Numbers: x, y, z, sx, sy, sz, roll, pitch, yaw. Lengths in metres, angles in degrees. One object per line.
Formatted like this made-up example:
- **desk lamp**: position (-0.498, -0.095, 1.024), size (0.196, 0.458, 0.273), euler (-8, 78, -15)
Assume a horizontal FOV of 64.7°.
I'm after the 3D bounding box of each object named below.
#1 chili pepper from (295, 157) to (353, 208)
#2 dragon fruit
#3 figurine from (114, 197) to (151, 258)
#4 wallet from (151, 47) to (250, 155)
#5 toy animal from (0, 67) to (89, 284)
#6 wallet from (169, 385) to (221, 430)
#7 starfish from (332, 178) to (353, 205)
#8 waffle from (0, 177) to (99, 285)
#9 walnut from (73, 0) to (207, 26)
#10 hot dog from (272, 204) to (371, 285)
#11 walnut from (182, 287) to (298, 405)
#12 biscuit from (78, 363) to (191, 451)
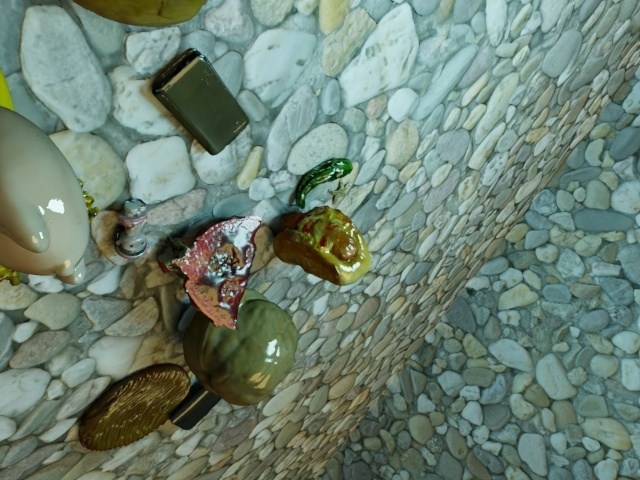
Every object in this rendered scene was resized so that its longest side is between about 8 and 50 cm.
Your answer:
- **chili pepper**: position (0.007, -0.155, 1.272), size (0.182, 0.050, 0.073), euler (-35, 157, -13)
- **dragon fruit**: position (-0.258, 0.046, 1.124), size (0.212, 0.134, 0.261), euler (20, 84, -42)
- **figurine**: position (-0.360, -0.022, 0.975), size (0.072, 0.054, 0.129), euler (-32, 143, -52)
- **wallet**: position (-0.208, -0.242, 0.912), size (0.110, 0.031, 0.198), euler (-45, 151, -4)
- **toy animal**: position (-0.439, -0.050, 0.575), size (0.247, 0.345, 0.277), euler (-29, 163, -37)
- **wallet**: position (-0.326, 0.459, 1.575), size (0.309, 0.042, 0.165), euler (-44, 160, -17)
- **starfish**: position (0.051, -0.130, 1.392), size (0.092, 0.016, 0.086), euler (0, 126, -59)
- **waffle**: position (-0.487, -0.022, 0.813), size (0.231, 0.051, 0.229), euler (-50, 147, 6)
- **walnut**: position (-0.250, -0.347, 0.638), size (0.245, 0.137, 0.137), euler (-6, 131, -48)
- **hot dog**: position (0.000, 0.000, 1.262), size (0.150, 0.257, 0.153), euler (-39, 139, -40)
- **walnut**: position (-0.201, 0.263, 1.286), size (0.285, 0.297, 0.284), euler (-4, 95, -49)
- **biscuit**: position (-0.503, 0.466, 1.395), size (0.318, 0.040, 0.317), euler (-32, 148, -23)
